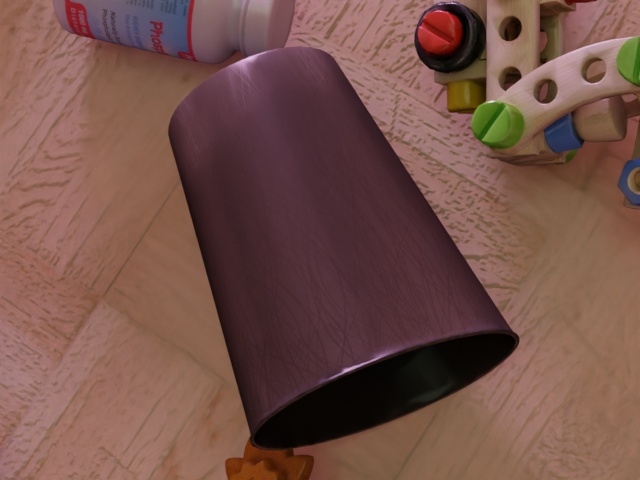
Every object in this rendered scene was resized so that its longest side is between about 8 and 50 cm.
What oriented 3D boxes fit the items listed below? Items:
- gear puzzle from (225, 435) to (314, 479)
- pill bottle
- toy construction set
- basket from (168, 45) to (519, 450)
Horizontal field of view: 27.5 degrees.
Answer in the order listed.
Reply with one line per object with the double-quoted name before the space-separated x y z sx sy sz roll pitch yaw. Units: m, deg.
"gear puzzle" -0.057 0.292 0.842 0.175 0.044 0.339 6 80 38
"pill bottle" -0.103 -0.176 0.941 0.160 0.087 0.087 14 83 11
"toy construction set" 0.177 -0.178 0.867 0.215 0.151 0.327 -2 71 33
"basket" 0.000 0.000 0.862 0.154 0.204 0.227 -43 63 41
